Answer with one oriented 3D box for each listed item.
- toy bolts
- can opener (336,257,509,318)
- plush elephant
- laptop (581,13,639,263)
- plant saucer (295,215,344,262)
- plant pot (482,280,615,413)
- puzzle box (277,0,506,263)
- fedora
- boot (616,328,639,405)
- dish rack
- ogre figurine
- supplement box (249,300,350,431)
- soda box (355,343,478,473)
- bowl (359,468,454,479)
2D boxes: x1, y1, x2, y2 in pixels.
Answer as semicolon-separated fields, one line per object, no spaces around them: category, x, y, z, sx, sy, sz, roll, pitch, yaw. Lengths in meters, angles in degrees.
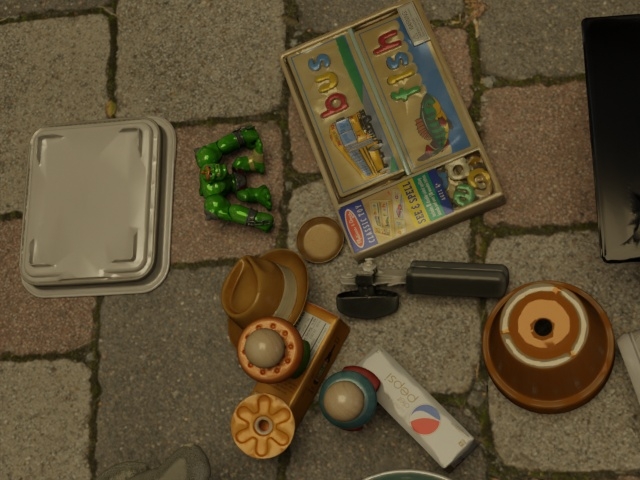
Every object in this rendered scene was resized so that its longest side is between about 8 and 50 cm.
toy bolts;-0.033;0.239;1.783;0.228;0.158;0.218;17;86;9
can opener;0.165;0.074;1.933;0.280;0.074;0.093;-2;107;14
plush elephant;-0.294;0.481;1.830;0.330;0.255;0.272;-15;80;1
laptop;0.610;-0.130;1.781;0.236;0.408;0.382;-15;68;40
plant saucer;0.000;0.000;2.013;0.083;0.015;0.083;-4;73;11
plant pot;0.341;0.147;1.796;0.205;0.188;0.205;-4;73;12
puzzle box;0.114;-0.194;2.026;0.272;0.052;0.409;-23;70;6
fedora;-0.106;0.087;1.941;0.194;0.079;0.194;-26;46;30
boot;0.541;0.241;1.769;0.123;0.095;0.258;-21;69;13
dish rack;-0.404;-0.070;2.103;0.285;0.072;0.333;-3;74;12
ogre figurine;-0.150;-0.102;2.043;0.118;0.097;0.197;-9;87;-8
supplement box;-0.043;0.219;1.925;0.080;0.078;0.233;28;81;22
soda box;0.146;0.264;1.868;0.069;0.074;0.216;-45;69;-3
bowl;0.138;0.501;1.751;0.311;0.163;0.311;-4;73;13
